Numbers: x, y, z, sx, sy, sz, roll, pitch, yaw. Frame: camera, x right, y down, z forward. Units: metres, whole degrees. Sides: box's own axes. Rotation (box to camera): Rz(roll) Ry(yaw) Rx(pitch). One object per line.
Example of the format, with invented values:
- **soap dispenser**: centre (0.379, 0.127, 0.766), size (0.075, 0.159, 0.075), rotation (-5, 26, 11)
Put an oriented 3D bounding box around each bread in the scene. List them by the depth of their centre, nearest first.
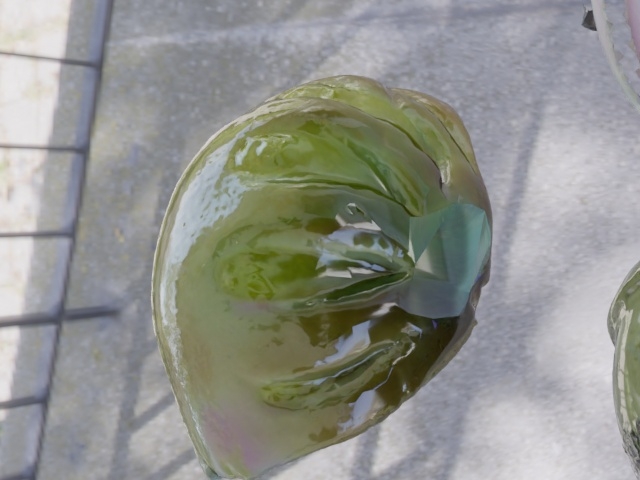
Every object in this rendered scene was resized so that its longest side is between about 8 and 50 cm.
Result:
- **bread**: centre (-0.007, 0.008, 0.714), size (0.158, 0.156, 0.261), rotation (-16, 60, 47)

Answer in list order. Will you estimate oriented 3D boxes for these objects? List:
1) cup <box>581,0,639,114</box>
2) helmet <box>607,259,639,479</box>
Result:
- **cup**: centre (0.217, -0.015, 0.233), size (0.253, 0.253, 0.274), rotation (-47, 43, 28)
- **helmet**: centre (0.202, 0.059, 0.591), size (0.137, 0.204, 0.258), rotation (39, 139, 21)
